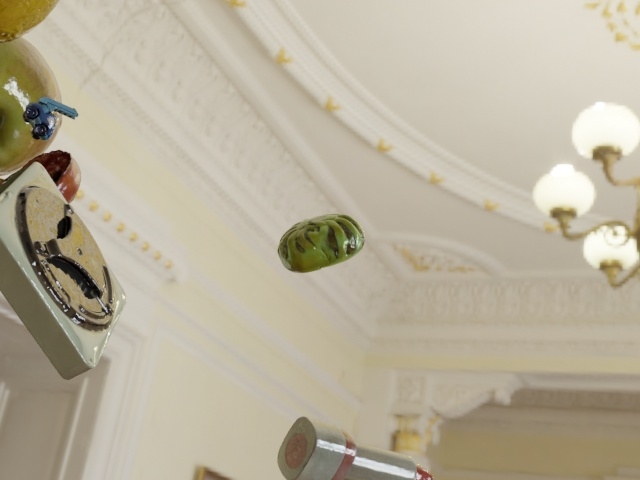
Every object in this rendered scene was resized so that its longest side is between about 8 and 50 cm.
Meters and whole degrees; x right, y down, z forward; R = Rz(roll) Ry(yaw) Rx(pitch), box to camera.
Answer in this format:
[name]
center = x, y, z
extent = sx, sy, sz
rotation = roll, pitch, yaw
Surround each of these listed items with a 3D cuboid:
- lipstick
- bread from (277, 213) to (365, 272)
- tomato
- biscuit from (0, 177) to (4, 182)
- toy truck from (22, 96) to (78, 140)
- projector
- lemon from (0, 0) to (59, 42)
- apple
[lipstick]
center = 0.048, 0.235, 1.029
extent = 0.186, 0.063, 0.057
rotation = 22, 14, -33
[bread]
center = 0.000, 0.000, 1.559
extent = 0.139, 0.071, 0.130
rotation = -11, 15, 14
[tomato]
center = -0.534, -0.064, 1.825
extent = 0.228, 0.228, 0.101
rotation = -9, -57, 36
[biscuit]
center = -0.698, -0.067, 1.964
extent = 0.045, 0.154, 0.299
rotation = -36, -4, 35
[toy truck]
center = -0.495, -0.228, 1.811
extent = 0.090, 0.073, 0.056
rotation = -27, 8, -22
[projector]
center = -0.374, 0.033, 1.394
extent = 0.079, 0.257, 0.259
rotation = -26, -72, 10
[lemon]
center = -0.522, -0.444, 1.518
extent = 0.293, 0.293, 0.293
rotation = 8, -24, 3
[apple]
center = -0.711, -0.293, 2.086
extent = 0.339, 0.338, 0.305
rotation = 20, 7, -23
